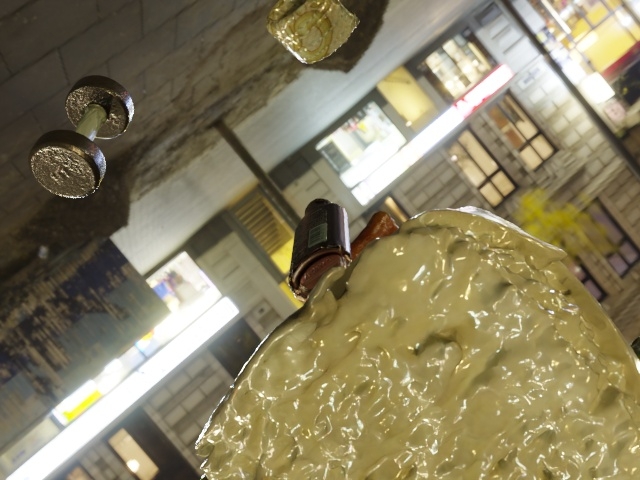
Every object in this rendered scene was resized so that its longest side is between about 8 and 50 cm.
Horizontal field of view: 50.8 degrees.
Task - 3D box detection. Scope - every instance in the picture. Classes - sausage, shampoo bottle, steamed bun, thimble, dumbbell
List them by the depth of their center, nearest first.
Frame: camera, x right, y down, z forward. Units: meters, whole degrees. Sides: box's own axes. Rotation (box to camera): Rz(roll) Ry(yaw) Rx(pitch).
[{"bbox_3d":[0.100,0.141,0.483,0.290,0.272,0.273,-44,169,31],"label":"steamed bun"},{"bbox_3d":[-0.346,-0.155,0.989,0.100,0.100,0.191,-39,-151,31],"label":"dumbbell"},{"bbox_3d":[0.000,0.000,1.312,0.129,0.084,0.323,-39,-165,12],"label":"shampoo bottle"},{"bbox_3d":[0.069,0.043,1.539,0.302,0.076,0.103,-40,-141,-16],"label":"sausage"},{"bbox_3d":[-0.018,-0.517,1.596,0.190,0.143,0.137,-16,-131,35],"label":"thimble"}]

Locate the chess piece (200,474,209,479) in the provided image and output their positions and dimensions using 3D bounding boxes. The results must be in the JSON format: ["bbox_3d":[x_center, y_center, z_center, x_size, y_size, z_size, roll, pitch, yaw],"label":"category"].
[{"bbox_3d":[-0.194,0.401,0.886,0.301,0.137,0.137,-21,168,-44],"label":"chess piece"}]

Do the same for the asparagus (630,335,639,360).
[{"bbox_3d":[0.462,0.251,0.879,0.067,0.278,0.060,-18,159,17],"label":"asparagus"}]
